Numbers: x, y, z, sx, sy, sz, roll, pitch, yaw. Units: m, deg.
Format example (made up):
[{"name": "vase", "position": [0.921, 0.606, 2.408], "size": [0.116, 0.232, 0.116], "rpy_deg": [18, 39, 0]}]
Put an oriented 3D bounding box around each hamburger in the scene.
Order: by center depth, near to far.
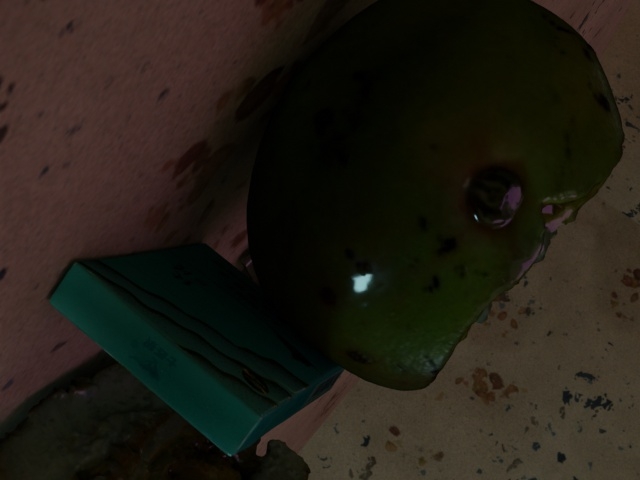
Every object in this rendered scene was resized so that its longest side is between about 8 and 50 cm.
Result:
[{"name": "hamburger", "position": [-0.172, 0.255, 0.893], "size": [0.277, 0.195, 0.318], "rpy_deg": [-55, 166, 24]}]

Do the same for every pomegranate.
[{"name": "pomegranate", "position": [0.055, -0.064, 0.858], "size": [0.310, 0.216, 0.358], "rpy_deg": [-57, -161, 0]}]

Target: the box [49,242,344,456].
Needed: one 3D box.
[{"name": "box", "position": [-0.076, 0.069, 0.792], "size": [0.042, 0.161, 0.226], "rpy_deg": [-55, 168, 11]}]

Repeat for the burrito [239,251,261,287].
[{"name": "burrito", "position": [0.000, 0.000, 1.105], "size": [0.226, 0.087, 0.060], "rpy_deg": [-35, 150, -48]}]
